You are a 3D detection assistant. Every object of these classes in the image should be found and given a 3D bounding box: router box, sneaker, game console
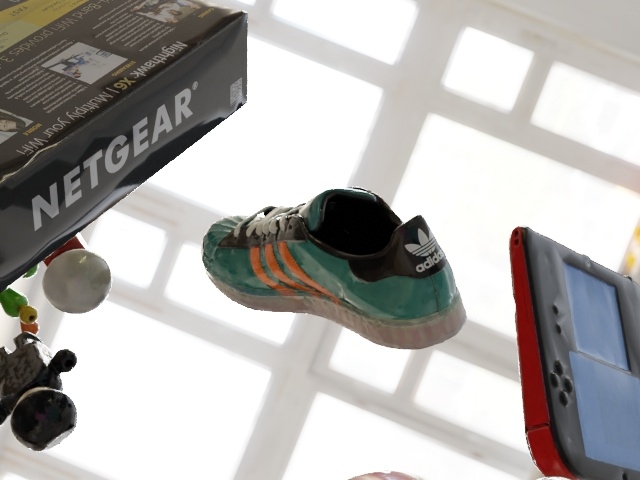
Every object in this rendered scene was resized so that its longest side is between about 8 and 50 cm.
[{"bbox_3d":[-0.231,-0.097,1.084,0.309,0.243,0.081,-43,-36,-45],"label":"router box"},{"bbox_3d":[0.000,0.000,1.391,0.108,0.302,0.121,-35,-57,-36],"label":"sneaker"},{"bbox_3d":[0.380,0.179,2.172,0.386,0.060,0.342,23,-121,-52],"label":"game console"}]

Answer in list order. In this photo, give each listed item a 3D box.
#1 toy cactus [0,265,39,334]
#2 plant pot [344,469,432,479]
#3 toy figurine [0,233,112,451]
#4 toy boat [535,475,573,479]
[{"bbox_3d":[-0.396,0.041,1.753,0.112,0.180,0.219,71,-168,-53],"label":"toy cactus"},{"bbox_3d":[0.108,0.386,1.652,0.275,0.275,0.243,-67,14,-11],"label":"plant pot"},{"bbox_3d":[-0.298,0.069,1.368,0.148,0.209,0.213,51,127,57],"label":"toy figurine"},{"bbox_3d":[0.265,0.114,1.153,0.318,0.148,0.267,-65,-11,5],"label":"toy boat"}]
